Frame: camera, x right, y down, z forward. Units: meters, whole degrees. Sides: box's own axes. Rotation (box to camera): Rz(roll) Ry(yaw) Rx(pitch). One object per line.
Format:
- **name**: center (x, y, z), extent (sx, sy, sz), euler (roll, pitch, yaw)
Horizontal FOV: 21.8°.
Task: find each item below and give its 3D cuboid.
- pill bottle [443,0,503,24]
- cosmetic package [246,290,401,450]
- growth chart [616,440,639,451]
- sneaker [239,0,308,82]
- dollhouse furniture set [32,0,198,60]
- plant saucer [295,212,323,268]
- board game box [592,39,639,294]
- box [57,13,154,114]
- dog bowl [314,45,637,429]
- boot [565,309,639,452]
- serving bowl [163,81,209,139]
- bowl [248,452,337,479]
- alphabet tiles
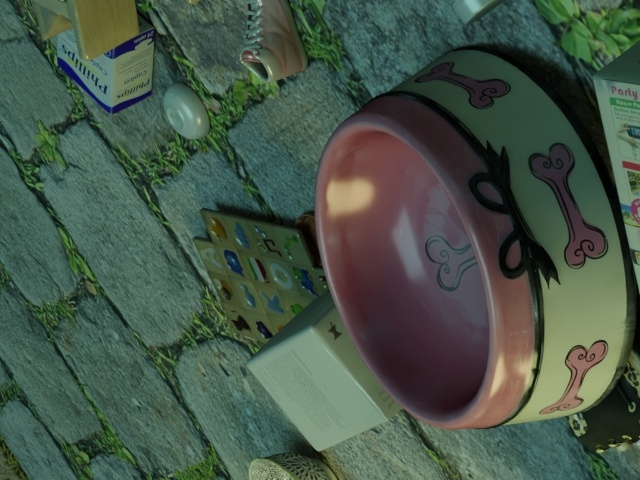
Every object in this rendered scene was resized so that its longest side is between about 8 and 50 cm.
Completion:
- **pill bottle**: center (0.127, -0.282, 1.615), extent (0.137, 0.078, 0.078), euler (53, 151, 5)
- **cosmetic package**: center (0.037, 0.145, 2.071), extent (0.151, 0.151, 0.183), euler (51, 147, -4)
- **growth chart**: center (0.353, 0.164, 1.779), extent (0.172, 0.021, 0.237), euler (58, 151, -4)
- **sneaker**: center (-0.069, -0.248, 1.949), extent (0.051, 0.070, 0.134), euler (3, 120, 57)
- **dollhouse furniture set**: center (-0.223, -0.422, 1.673), extent (0.362, 0.394, 0.256), euler (30, 141, 38)
- **plant saucer**: center (0.000, 0.000, 2.148), extent (0.083, 0.013, 0.083), euler (36, 145, 30)
- **board game box**: center (0.380, -0.019, 1.483), extent (0.224, 0.097, 0.303), euler (18, 135, 46)
- **box**: center (-0.294, -0.264, 2.263), extent (0.126, 0.072, 0.137), euler (43, 149, 23)
- **dog bowl**: center (0.140, 0.013, 1.728), extent (0.408, 0.150, 0.408), euler (41, 141, 45)
- **boot**: center (0.351, 0.198, 1.715), extent (0.236, 0.085, 0.178), euler (59, 151, 8)
- **serving bowl**: center (-0.186, -0.171, 2.241), extent (0.083, 0.027, 0.083), euler (38, 146, 32)
- **bowl**: center (-0.023, 0.376, 2.486), extent (0.170, 0.080, 0.170), euler (37, 146, 30)
- **alphabet tiles**: center (-0.048, 0.089, 2.293), extent (0.342, 0.011, 0.285), euler (13, 133, 51)
